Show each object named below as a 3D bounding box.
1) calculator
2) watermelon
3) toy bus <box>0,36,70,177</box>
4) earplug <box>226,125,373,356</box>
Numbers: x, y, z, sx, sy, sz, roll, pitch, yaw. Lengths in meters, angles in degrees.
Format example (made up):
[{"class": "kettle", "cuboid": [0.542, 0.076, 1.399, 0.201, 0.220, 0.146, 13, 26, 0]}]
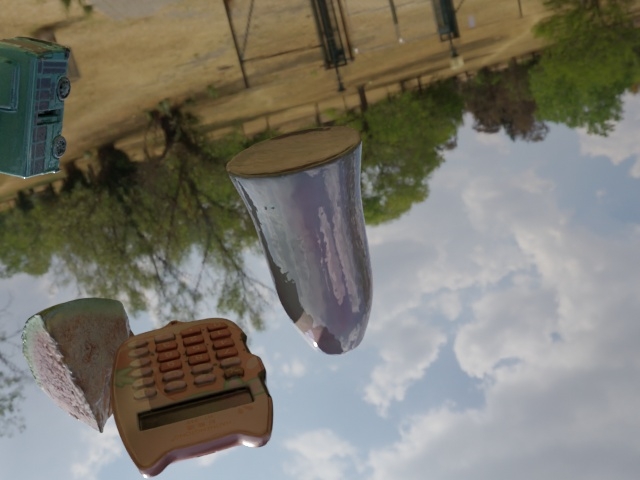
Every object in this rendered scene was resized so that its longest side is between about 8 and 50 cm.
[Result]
[{"class": "calculator", "cuboid": [-0.189, 0.208, 0.973, 0.220, 0.048, 0.330, -12, -151, -14]}, {"class": "watermelon", "cuboid": [-0.447, 0.234, 1.249, 0.231, 0.310, 0.193, 26, -148, 6]}, {"class": "toy bus", "cuboid": [-0.578, -0.260, 1.305, 0.128, 0.256, 0.147, 14, -163, 7]}, {"class": "earplug", "cuboid": [-0.002, 0.020, 0.889, 0.172, 0.301, 0.172, -11, -155, 5]}]
